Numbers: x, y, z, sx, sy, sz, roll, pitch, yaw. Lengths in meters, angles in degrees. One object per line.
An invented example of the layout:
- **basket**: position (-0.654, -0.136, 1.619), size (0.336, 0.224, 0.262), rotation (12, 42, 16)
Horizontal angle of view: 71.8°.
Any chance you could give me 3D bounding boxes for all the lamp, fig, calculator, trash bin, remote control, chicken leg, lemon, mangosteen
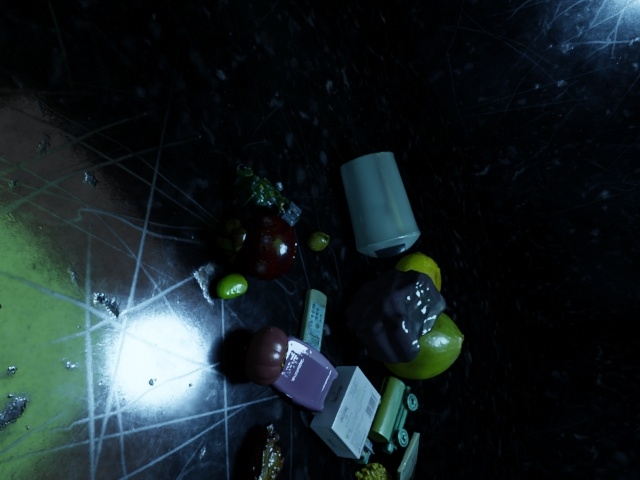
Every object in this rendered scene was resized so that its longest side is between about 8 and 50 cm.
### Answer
- **lamp**: position (-0.170, 0.345, 1.337), size (0.182, 0.140, 0.181), rotation (12, 90, -90)
- **fig**: position (0.432, 0.436, 1.895), size (0.343, 0.344, 0.342), rotation (18, 66, -47)
- **calculator**: position (-0.057, 0.452, 1.497), size (0.294, 0.043, 0.194), rotation (43, 60, -27)
- **trash bin**: position (0.252, -0.139, 1.900), size (0.280, 0.281, 0.431), rotation (-10, 84, -52)
- **remote control**: position (-0.027, 0.296, 1.614), size (0.098, 0.038, 0.233), rotation (32, 57, -41)
- **chicken leg**: position (-0.162, 0.710, 1.302), size (0.177, 0.083, 0.322), rotation (44, 44, -54)
- **fig**: position (0.000, 0.000, 1.686), size (0.084, 0.098, 0.081), rotation (43, 46, -50)
- **lemon**: position (0.452, 0.194, 2.079), size (0.234, 0.234, 0.287), rotation (15, 70, -48)
- **mangosteen**: position (-0.202, 0.012, 1.373), size (0.258, 0.215, 0.215), rotation (14, 64, -11)

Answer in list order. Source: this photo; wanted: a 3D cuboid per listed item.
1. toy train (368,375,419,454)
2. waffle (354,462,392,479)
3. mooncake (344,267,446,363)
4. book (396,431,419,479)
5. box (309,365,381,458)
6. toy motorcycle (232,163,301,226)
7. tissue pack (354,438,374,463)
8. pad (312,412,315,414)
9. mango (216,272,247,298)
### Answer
- **toy train**: position (0.300, 0.708, 1.820), size (0.189, 0.127, 0.307), rotation (55, 44, -26)
- **waffle**: position (0.208, 0.951, 1.681), size (0.197, 0.070, 0.192), rotation (21, 63, -46)
- **mooncake**: position (0.279, 0.281, 1.741), size (0.212, 0.351, 0.381), rotation (55, 42, -26)
- **book**: position (0.350, 0.946, 1.799), size (0.201, 0.026, 0.289), rotation (-42, 138, -46)
- **box**: position (0.099, 0.621, 1.614), size (0.194, 0.111, 0.260), rotation (56, 45, -23)
- **toy motorcycle**: position (-0.183, -0.135, 1.471), size (0.275, 0.125, 0.187), rotation (41, 29, -18)
- **tissue pack**: position (0.147, 0.768, 1.653), size (0.111, 0.079, 0.085), rotation (55, 42, -25)
- **pad**: position (-0.018, 0.511, 1.587), size (0.113, 0.006, 0.187), rotation (54, 42, -24)
- **mango**: position (-0.272, 0.141, 1.344), size (0.108, 0.056, 0.073), rotation (-34, 100, -47)
